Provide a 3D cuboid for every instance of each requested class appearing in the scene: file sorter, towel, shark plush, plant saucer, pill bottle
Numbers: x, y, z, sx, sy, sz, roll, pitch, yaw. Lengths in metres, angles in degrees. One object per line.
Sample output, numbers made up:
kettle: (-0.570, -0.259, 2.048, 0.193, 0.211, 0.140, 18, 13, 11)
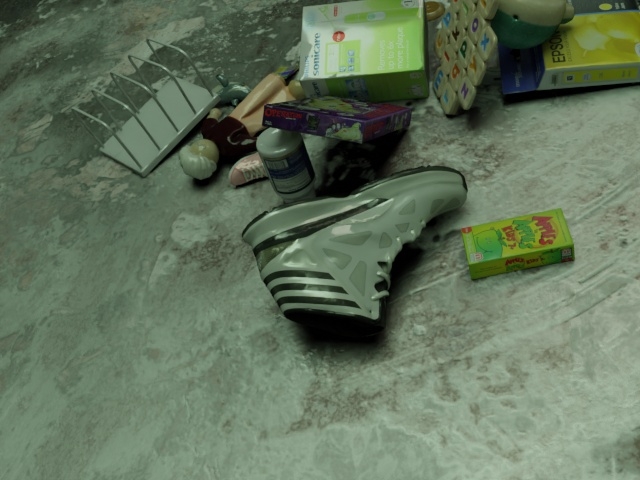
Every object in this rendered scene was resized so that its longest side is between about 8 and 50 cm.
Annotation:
file sorter: (-0.426, -0.333, 1.927, 0.192, 0.173, 0.278, 28, 69, 38)
towel: (-0.094, -0.426, 2.015, 0.060, 0.009, 0.083, -1, 30, 26)
shark plush: (-0.205, -0.356, 1.999, 0.161, 0.073, 0.067, 17, 73, 9)
plant saucer: (0.279, -0.596, 2.053, 0.083, 0.015, 0.083, -11, 45, 11)
pill bottle: (-0.064, -0.147, 1.630, 0.094, 0.169, 0.094, -10, 45, 10)

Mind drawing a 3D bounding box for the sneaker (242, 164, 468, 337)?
sneaker: (0.103, 0.034, 1.436, 0.447, 0.169, 0.258, -17, 75, -21)

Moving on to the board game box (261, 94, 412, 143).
board game box: (0.045, -0.254, 1.629, 0.208, 0.056, 0.347, 16, 18, 16)

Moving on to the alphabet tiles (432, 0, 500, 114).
alphabet tiles: (0.308, -0.419, 1.696, 0.021, 0.284, 0.278, 5, 40, -16)

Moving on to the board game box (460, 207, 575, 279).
board game box: (0.349, 0.005, 1.414, 0.181, 0.043, 0.092, -12, 44, 10)

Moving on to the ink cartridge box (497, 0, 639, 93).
ink cartridge box: (0.548, -0.446, 1.746, 0.307, 0.072, 0.304, -1, 47, 8)

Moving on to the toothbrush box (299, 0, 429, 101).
toothbrush box: (0.103, -0.433, 1.825, 0.283, 0.122, 0.206, -2, 68, 13)

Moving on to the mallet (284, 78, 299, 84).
mallet: (-0.030, -0.390, 1.958, 0.189, 0.039, 0.062, 25, 61, 42)

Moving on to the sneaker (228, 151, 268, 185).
sneaker: (-0.136, -0.159, 1.755, 0.134, 0.051, 0.070, -33, 39, -18)

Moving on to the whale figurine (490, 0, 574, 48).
whale figurine: (0.438, -0.507, 1.722, 0.216, 0.141, 0.272, 25, 38, 6)

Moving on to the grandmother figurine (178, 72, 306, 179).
grandmother figurine: (-0.196, -0.263, 1.849, 0.207, 0.104, 0.342, 21, 55, 42)

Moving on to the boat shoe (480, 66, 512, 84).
boat shoe: (0.386, -0.372, 1.778, 0.100, 0.035, 0.035, 0, 44, 16)
